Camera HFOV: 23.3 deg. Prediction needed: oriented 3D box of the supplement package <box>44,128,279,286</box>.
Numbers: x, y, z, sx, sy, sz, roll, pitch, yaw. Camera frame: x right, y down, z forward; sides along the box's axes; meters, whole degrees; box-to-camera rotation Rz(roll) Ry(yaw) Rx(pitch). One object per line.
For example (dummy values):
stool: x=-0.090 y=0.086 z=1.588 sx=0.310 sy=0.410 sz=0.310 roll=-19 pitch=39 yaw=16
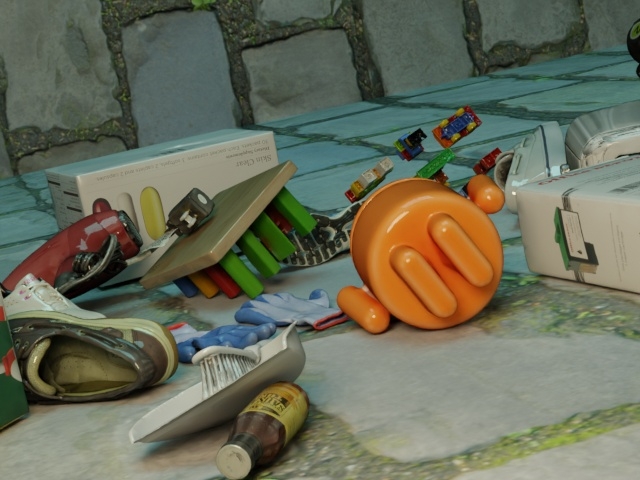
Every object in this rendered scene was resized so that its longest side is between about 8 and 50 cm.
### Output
supplement package: x=-0.198 y=-0.048 z=2.016 sx=0.262 sy=0.145 sz=0.204 roll=-15 pitch=10 yaw=-19

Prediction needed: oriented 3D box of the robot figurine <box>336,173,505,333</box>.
robot figurine: x=0.093 y=0.010 z=1.438 sx=0.128 sy=0.158 sz=0.219 roll=11 pitch=8 yaw=-8

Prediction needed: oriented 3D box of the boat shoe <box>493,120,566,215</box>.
boat shoe: x=0.256 y=-0.081 z=1.894 sx=0.088 sy=0.096 sz=0.267 roll=-5 pitch=19 yaw=6

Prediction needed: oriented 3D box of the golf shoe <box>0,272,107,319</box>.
golf shoe: x=-0.288 y=0.078 z=1.584 sx=0.186 sy=0.086 sz=0.067 roll=-1 pitch=14 yaw=39

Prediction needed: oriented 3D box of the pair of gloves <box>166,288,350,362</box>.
pair of gloves: x=-0.066 y=0.080 z=1.518 sx=0.198 sy=0.023 sz=0.159 roll=-18 pitch=12 yaw=-32

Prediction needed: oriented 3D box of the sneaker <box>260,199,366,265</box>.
sneaker: x=0.000 y=0.000 z=1.841 sx=0.162 sy=0.063 sz=0.073 roll=-12 pitch=-9 yaw=-26

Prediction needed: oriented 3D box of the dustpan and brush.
dustpan and brush: x=-0.060 y=0.101 z=1.227 sx=0.147 sy=0.060 sz=0.211 roll=-33 pitch=-16 yaw=14

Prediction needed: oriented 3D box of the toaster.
toaster: x=0.369 y=-0.079 z=1.651 sx=0.227 sy=0.129 sz=0.146 roll=-7 pitch=14 yaw=9

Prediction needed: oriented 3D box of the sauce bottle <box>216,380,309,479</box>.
sauce bottle: x=-0.042 y=0.137 z=1.113 sx=0.042 sy=0.042 sz=0.128 roll=-8 pitch=10 yaw=15

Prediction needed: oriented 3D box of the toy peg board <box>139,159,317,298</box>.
toy peg board: x=-0.095 y=0.007 z=1.738 sx=0.161 sy=0.079 sz=0.161 roll=-21 pitch=24 yaw=53

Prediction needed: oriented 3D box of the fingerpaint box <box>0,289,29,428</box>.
fingerpaint box: x=-0.537 y=0.139 z=1.276 sx=0.445 sy=0.163 sz=0.371 roll=-6 pitch=11 yaw=26

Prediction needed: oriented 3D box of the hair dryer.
hair dryer: x=-0.278 y=0.019 z=1.748 sx=0.293 sy=0.080 sz=0.224 roll=-29 pitch=0 yaw=41

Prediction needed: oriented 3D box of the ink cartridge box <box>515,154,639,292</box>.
ink cartridge box: x=0.310 y=-0.019 z=1.459 sx=0.160 sy=0.092 sz=0.219 roll=-15 pitch=11 yaw=-23

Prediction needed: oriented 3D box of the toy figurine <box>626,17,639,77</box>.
toy figurine: x=0.465 y=-0.169 z=1.798 sx=0.210 sy=0.213 sz=0.148 roll=0 pitch=2 yaw=27

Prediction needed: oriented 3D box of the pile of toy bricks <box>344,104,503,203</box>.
pile of toy bricks: x=0.134 y=-0.079 z=2.031 sx=0.212 sy=0.118 sz=0.105 roll=-35 pitch=-8 yaw=-28

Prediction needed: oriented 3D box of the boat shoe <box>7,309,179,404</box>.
boat shoe: x=-0.240 y=0.107 z=1.387 sx=0.224 sy=0.080 sz=0.073 roll=-2 pitch=7 yaw=20
